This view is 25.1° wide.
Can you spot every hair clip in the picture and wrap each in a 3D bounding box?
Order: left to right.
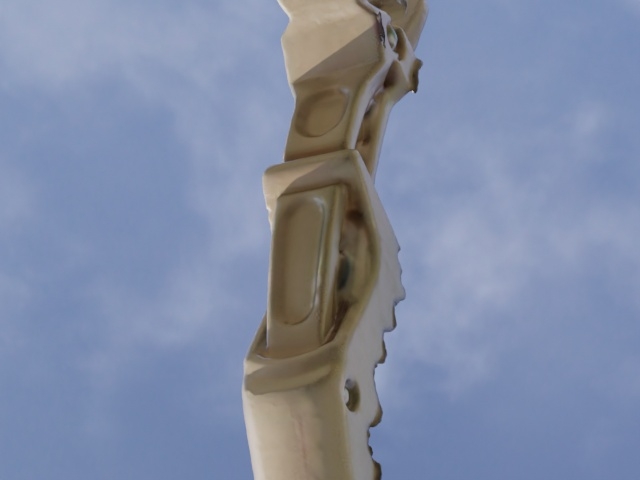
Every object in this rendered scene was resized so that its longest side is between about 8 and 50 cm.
[{"bbox_3d":[0.000,0.000,0.387,0.034,0.072,0.226,-10,-125,25],"label":"hair clip"}]
